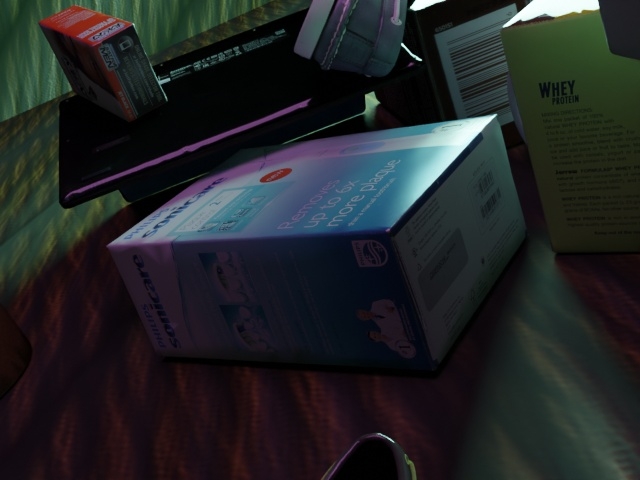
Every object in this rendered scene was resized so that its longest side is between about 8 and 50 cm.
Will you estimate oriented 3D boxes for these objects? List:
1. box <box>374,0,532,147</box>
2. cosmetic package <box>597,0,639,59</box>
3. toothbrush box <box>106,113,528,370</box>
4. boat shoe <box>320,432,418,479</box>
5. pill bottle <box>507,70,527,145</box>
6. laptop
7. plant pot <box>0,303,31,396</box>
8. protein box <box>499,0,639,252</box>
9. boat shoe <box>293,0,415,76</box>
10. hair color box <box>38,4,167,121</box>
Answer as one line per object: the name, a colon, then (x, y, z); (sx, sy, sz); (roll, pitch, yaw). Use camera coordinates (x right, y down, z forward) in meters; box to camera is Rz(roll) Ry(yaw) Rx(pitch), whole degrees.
box: (0.151, -0.248, 1.128); (0.143, 0.191, 0.381); (-22, 24, -4)
cosmetic package: (0.311, -0.161, 0.384); (0.197, 0.155, 0.365); (-33, 33, -12)
toothbrush box: (0.000, 0.000, 0.776); (0.295, 0.126, 0.216); (-3, 27, 37)
boat shoe: (0.000, 0.189, 0.423); (0.081, 0.069, 0.228); (-8, 25, 26)
pill bottle: (0.314, -0.167, 0.897); (0.221, 0.121, 0.121); (-23, 23, -6)
laptop: (-0.091, -0.117, 1.068); (0.381, 0.236, 0.408); (-22, 33, -3)
plant pot: (-0.451, 0.055, 0.859); (0.237, 0.254, 0.237); (-17, 22, 7)
protein box: (0.278, -0.110, 0.693); (0.199, 0.201, 0.136); (-2, 29, 37)
boat shoe: (0.061, -0.256, 0.914); (0.099, 0.116, 0.319); (25, 37, 0)
hair color box: (-0.241, -0.197, 0.959); (0.053, 0.093, 0.167); (-35, 36, -22)
